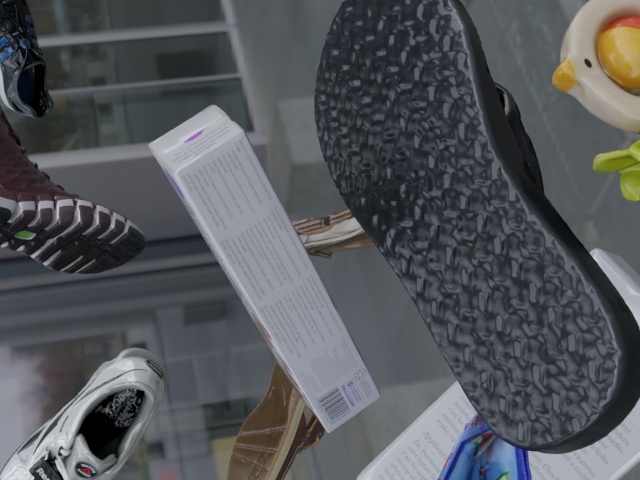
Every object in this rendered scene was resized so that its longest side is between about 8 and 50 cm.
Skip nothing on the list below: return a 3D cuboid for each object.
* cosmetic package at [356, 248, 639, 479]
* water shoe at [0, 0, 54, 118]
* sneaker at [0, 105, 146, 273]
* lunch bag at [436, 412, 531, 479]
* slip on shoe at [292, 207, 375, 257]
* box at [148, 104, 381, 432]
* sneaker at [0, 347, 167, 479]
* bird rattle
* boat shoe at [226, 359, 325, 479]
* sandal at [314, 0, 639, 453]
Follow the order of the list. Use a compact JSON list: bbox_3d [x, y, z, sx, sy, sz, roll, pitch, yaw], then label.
[{"bbox_3d":[0.294,0.249,1.420,0.230,0.453,0.161,50,-163,20],"label":"cosmetic package"},{"bbox_3d":[-0.389,-0.257,1.400,0.080,0.073,0.203,28,138,36],"label":"water shoe"},{"bbox_3d":[-0.303,-0.067,1.133,0.281,0.106,0.162,21,-135,-54],"label":"sneaker"},{"bbox_3d":[0.103,0.280,0.862,0.221,0.138,0.293,94,-171,-56],"label":"lunch bag"},{"bbox_3d":[0.000,0.000,1.053,0.051,0.135,0.041,-88,-21,-67],"label":"slip on shoe"},{"bbox_3d":[-0.038,0.035,0.910,0.063,0.067,0.324,44,166,51],"label":"box"},{"bbox_3d":[-0.326,0.288,1.398,0.330,0.122,0.146,-54,11,-1],"label":"sneaker"},{"bbox_3d":[0.351,-0.181,1.090,0.253,0.207,0.143,-59,-2,-15],"label":"bird rattle"},{"bbox_3d":[-0.038,0.295,1.753,0.123,0.123,0.342,-7,54,50],"label":"boat shoe"},{"bbox_3d":[0.116,-0.032,0.866,0.167,0.107,0.445,-37,58,27],"label":"sandal"}]
